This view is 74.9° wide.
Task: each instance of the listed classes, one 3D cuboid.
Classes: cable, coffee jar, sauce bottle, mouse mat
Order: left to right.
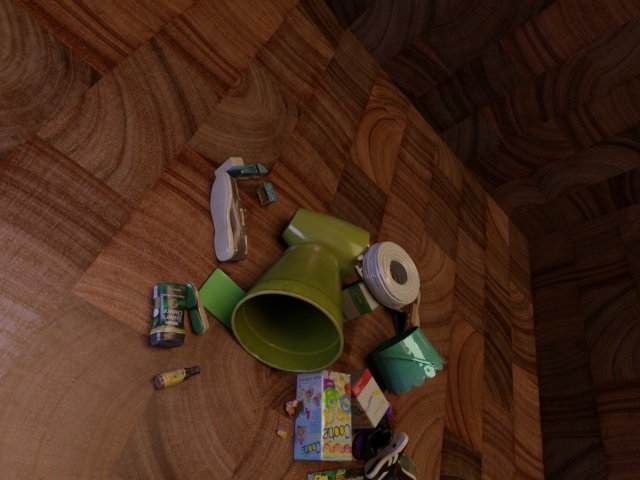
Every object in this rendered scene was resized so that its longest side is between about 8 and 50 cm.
[{"bbox_3d":[-0.447,0.222,1.236,0.096,0.079,0.185,15,61,-39],"label":"coffee jar"},{"bbox_3d":[-0.412,0.393,1.214,0.128,0.042,0.042,-8,76,-48],"label":"sauce bottle"},{"bbox_3d":[-0.323,0.201,1.424,0.190,0.007,0.153,46,45,-17],"label":"mouse mat"},{"bbox_3d":[0.269,0.125,1.575,0.257,0.089,0.257,-33,92,-48],"label":"cable"}]

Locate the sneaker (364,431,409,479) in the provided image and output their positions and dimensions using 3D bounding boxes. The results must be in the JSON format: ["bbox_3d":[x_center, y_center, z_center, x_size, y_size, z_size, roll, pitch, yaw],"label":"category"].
[{"bbox_3d":[0.272,0.837,1.591,0.217,0.079,0.121,-43,111,-4],"label":"sneaker"}]

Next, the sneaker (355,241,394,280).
[{"bbox_3d":[0.250,0.100,1.976,0.180,0.124,0.322,-36,107,-52],"label":"sneaker"}]

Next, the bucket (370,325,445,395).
[{"bbox_3d":[0.356,0.499,1.758,0.281,0.281,0.183,-21,76,-48],"label":"bucket"}]

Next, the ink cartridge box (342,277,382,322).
[{"bbox_3d":[0.136,0.232,1.663,0.201,0.278,0.117,-23,84,-48],"label":"ink cartridge box"}]

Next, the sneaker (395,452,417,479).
[{"bbox_3d":[0.320,0.891,1.682,0.192,0.064,0.086,47,29,-10],"label":"sneaker"}]

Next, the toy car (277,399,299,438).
[{"bbox_3d":[-0.112,0.591,1.404,0.040,0.060,0.122,24,40,5],"label":"toy car"}]

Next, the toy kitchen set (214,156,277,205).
[{"bbox_3d":[-0.267,-0.218,1.603,0.207,0.122,0.166,-13,80,-47],"label":"toy kitchen set"}]

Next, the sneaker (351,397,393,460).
[{"bbox_3d":[0.230,0.724,1.604,0.102,0.146,0.293,57,43,-7],"label":"sneaker"}]

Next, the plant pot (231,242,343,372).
[{"bbox_3d":[-0.071,0.198,1.454,0.366,0.366,0.353,46,34,-18],"label":"plant pot"}]

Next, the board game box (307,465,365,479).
[{"bbox_3d":[0.063,0.871,1.455,0.259,0.030,0.136,19,60,-38],"label":"board game box"}]

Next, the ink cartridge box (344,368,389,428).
[{"bbox_3d":[0.151,0.607,1.598,0.127,0.128,0.176,-36,96,-47],"label":"ink cartridge box"}]

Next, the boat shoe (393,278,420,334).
[{"bbox_3d":[0.383,0.296,1.956,0.123,0.123,0.343,-15,107,-33],"label":"boat shoe"}]

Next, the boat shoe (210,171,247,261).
[{"bbox_3d":[-0.319,-0.084,1.495,0.096,0.116,0.325,9,68,-47],"label":"boat shoe"}]

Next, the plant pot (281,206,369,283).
[{"bbox_3d":[0.000,0.000,1.685,0.293,0.275,0.275,33,48,-9],"label":"plant pot"}]

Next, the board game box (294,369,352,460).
[{"bbox_3d":[0.011,0.607,1.449,0.142,0.144,0.276,23,56,-36],"label":"board game box"}]

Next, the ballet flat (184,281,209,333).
[{"bbox_3d":[-0.394,0.213,1.324,0.052,0.057,0.169,7,66,-72],"label":"ballet flat"}]
